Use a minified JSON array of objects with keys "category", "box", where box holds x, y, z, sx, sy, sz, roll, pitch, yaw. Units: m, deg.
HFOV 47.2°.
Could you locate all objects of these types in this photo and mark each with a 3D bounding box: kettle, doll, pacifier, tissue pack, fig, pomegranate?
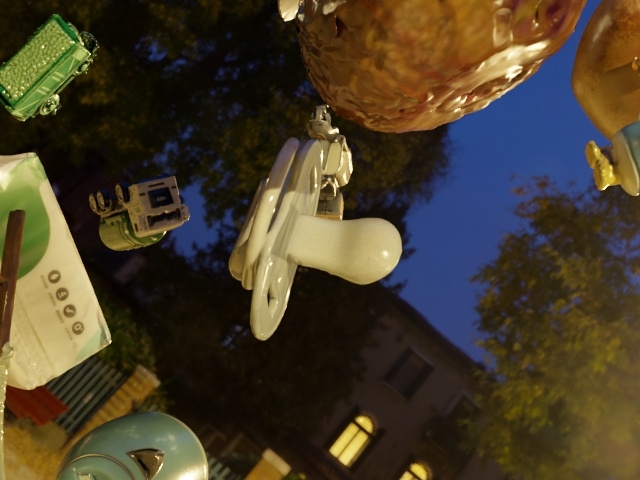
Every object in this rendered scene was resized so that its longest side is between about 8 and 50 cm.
[{"category":"kettle","box":[-0.386,0.462,1.300,0.247,0.319,0.342,51,-3,10]},{"category":"doll","box":[0.494,-0.129,1.001,0.241,0.135,0.099,-19,-64,19]},{"category":"pacifier","box":[0.000,0.000,0.937,0.207,0.279,0.227,15,-28,6]},{"category":"tissue pack","box":[-0.536,0.042,1.219,0.266,0.194,0.356,4,-62,42]},{"category":"fig","box":[0.074,-0.292,0.734,0.369,0.286,0.286,59,-16,15]},{"category":"pomegranate","box":[0.571,-0.296,1.234,0.319,0.319,0.319,37,-20,16]}]

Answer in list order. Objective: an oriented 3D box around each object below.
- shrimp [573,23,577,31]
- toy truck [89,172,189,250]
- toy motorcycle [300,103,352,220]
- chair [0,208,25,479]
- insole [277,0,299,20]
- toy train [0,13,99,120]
[{"category":"shrimp","box":[0.421,-0.400,1.348,0.101,0.042,0.190,53,-13,-3]},{"category":"toy truck","box":[-0.345,-0.048,1.366,0.242,0.101,0.125,-11,-86,53]},{"category":"toy motorcycle","box":[0.008,-0.140,1.384,0.091,0.157,0.263,2,-20,8]},{"category":"chair","box":[-0.368,0.104,0.648,0.160,0.319,0.186,1,-16,-1]},{"category":"insole","box":[-0.029,-0.463,1.124,0.012,0.110,0.309,40,-23,16]},{"category":"toy train","box":[-0.639,-0.393,1.700,0.115,0.269,0.154,48,4,12]}]
